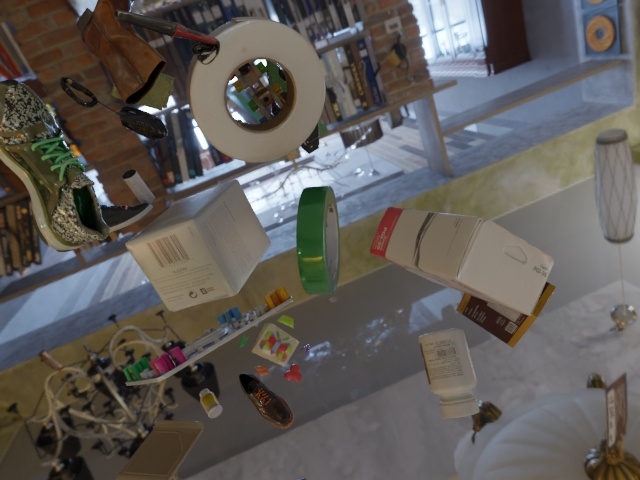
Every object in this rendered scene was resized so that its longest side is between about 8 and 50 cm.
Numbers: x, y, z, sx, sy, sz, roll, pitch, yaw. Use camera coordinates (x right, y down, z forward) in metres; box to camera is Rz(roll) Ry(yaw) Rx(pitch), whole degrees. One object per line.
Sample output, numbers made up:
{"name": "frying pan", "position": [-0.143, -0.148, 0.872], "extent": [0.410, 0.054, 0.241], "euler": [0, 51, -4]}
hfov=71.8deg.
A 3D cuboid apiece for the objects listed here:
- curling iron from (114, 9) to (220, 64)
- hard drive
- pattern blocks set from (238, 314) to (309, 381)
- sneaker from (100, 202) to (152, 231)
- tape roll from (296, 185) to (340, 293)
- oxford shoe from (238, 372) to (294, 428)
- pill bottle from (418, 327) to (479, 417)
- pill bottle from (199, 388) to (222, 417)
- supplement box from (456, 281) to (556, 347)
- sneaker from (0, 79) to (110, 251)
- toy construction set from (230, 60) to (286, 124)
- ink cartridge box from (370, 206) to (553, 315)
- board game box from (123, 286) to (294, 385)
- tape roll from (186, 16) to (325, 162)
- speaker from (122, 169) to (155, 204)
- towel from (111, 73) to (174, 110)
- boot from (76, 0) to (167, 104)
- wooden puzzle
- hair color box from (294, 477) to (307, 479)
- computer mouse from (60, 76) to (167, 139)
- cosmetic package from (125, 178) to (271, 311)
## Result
{"name": "curling iron", "position": [-0.325, -0.452, 0.980], "extent": [0.068, 0.035, 0.274], "euler": [-56, 159, 22]}
{"name": "hard drive", "position": [-0.102, -0.520, 1.683], "extent": [0.064, 0.338, 0.237], "euler": [-37, -118, -19]}
{"name": "pattern blocks set", "position": [-0.201, 0.475, 1.997], "extent": [0.026, 0.325, 0.285], "euler": [-24, -133, 68]}
{"name": "sneaker", "position": [-0.758, -0.108, 1.564], "extent": [0.296, 0.146, 0.105], "euler": [-25, -160, -20]}
{"name": "tape roll", "position": [0.000, 0.000, 1.314], "extent": [0.077, 0.320, 0.321], "euler": [-1, -153, 10]}
{"name": "oxford shoe", "position": [-0.211, 0.590, 1.636], "extent": [0.272, 0.098, 0.097], "euler": [29, -112, 33]}
{"name": "pill bottle", "position": [0.365, 0.371, 1.248], "extent": [0.131, 0.229, 0.131], "euler": [-10, 163, -3]}
{"name": "pill bottle", "position": [-0.316, 0.463, 1.266], "extent": [0.043, 0.043, 0.083], "euler": [-31, -137, -21]}
{"name": "supplement box", "position": [0.539, 0.175, 1.307], "extent": [0.194, 0.191, 0.129], "euler": [34, -121, 24]}
{"name": "sneaker", "position": [-0.592, -0.164, 1.018], "extent": [0.182, 0.409, 0.158], "euler": [1, -150, 25]}
{"name": "toy construction set", "position": [-0.230, -0.464, 1.385], "extent": [0.308, 0.258, 0.237], "euler": [-57, -139, 19]}
{"name": "ink cartridge box", "position": [0.264, 0.030, 0.877], "extent": [0.117, 0.207, 0.283], "euler": [-66, -155, -2]}
{"name": "board game box", "position": [-0.314, 0.261, 1.204], "extent": [0.390, 0.050, 0.390], "euler": [-28, 180, -37]}
{"name": "tape roll", "position": [-0.175, -0.413, 1.241], "extent": [0.392, 0.391, 0.072], "euler": [-25, -142, -9]}
{"name": "speaker", "position": [-0.668, -0.194, 1.627], "extent": [0.055, 0.136, 0.055], "euler": [-10, -133, 11]}
{"name": "towel", "position": [-0.481, -0.417, 1.203], "extent": [0.148, 0.110, 0.027], "euler": [6, -137, -32]}
{"name": "boot", "position": [-0.450, -0.506, 1.044], "extent": [0.264, 0.280, 0.096], "euler": [-43, 160, 14]}
{"name": "wooden puzzle", "position": [-0.530, 0.716, 1.481], "extent": [0.221, 0.044, 0.238], "euler": [-10, -153, 24]}
{"name": "hair color box", "position": [-0.099, 0.870, 1.228], "extent": [0.105, 0.346, 0.174], "euler": [16, -169, -43]}
{"name": "computer mouse", "position": [-0.464, -0.305, 1.010], "extent": [0.041, 0.242, 0.071], "euler": [-42, -146, 39]}
{"name": "cosmetic package", "position": [-0.455, 0.012, 1.744], "extent": [0.330, 0.327, 0.393], "euler": [-16, -157, 23]}
